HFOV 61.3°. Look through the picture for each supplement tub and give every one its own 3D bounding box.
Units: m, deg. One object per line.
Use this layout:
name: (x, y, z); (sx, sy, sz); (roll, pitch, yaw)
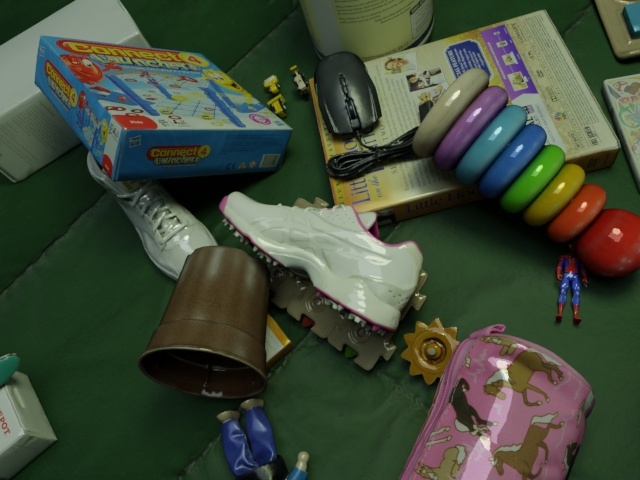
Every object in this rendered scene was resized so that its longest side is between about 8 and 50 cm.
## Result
supplement tub: (0.066, -0.470, 0.914); (0.236, 0.325, 0.235); (-6, 61, 12)

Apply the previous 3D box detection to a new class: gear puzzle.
gear puzzle: (0.063, 0.077, 0.773); (0.339, 0.044, 0.175); (32, 94, 26)

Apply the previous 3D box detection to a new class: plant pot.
plant pot: (-0.141, 0.106, 0.732); (0.167, 0.167, 0.165); (-3, 54, 14)

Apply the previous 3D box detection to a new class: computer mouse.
computer mouse: (0.080, -0.231, 0.862); (0.184, 0.060, 0.262); (-12, 60, 9)

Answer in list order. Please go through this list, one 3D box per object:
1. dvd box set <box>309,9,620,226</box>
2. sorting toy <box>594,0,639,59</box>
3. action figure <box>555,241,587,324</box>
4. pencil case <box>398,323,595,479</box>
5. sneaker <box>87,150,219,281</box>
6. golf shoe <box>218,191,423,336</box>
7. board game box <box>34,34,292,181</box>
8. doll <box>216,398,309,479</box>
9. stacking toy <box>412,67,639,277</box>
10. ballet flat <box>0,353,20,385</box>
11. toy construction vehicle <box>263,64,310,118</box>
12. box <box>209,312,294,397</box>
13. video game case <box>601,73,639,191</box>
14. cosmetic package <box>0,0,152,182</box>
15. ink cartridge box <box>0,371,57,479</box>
dvd box set: (0.208, -0.198, 0.883); (0.421, 0.062, 0.307); (-15, 60, 7)
sorting toy: (0.629, -0.417, 0.897); (0.307, 0.041, 0.229); (-9, 61, 11)
action figure: (0.340, 0.054, 0.732); (0.038, 0.030, 0.115); (4, 61, 21)
pencil case: (0.154, 0.287, 0.580); (0.160, 0.167, 0.386); (14, 64, 45)
sneaker: (-0.280, -0.052, 0.876); (0.108, 0.169, 0.292); (-42, 61, -11)
golf shoe: (0.000, 0.000, 0.740); (0.306, 0.115, 0.140); (33, 86, 18)
board game box: (-0.258, -0.223, 0.901); (0.308, 0.086, 0.302); (-12, 46, -45)
doll: (-0.072, 0.303, 0.698); (0.129, 0.046, 0.189); (-26, 58, 2)
stacking toy: (0.289, -0.080, 0.714); (0.330, 0.141, 0.141); (40, 77, 9)
ballet flat: (-0.483, 0.205, 0.775); (0.041, 0.041, 0.114); (28, 71, 26)
toy construction vehicle: (-0.062, -0.281, 1.022); (0.086, 0.035, 0.098); (-32, 56, 10)
box: (-0.115, 0.168, 0.794); (0.136, 0.028, 0.081); (-40, 60, -5)
video game case: (0.563, -0.176, 0.795); (0.227, 0.026, 0.206); (-8, 60, 11)
cosmetic package: (-0.525, -0.324, 1.099); (0.385, 0.156, 0.217); (-31, 59, -4)
ink cartridge box: (-0.514, 0.301, 0.798); (0.191, 0.082, 0.139); (-39, 60, -10)
